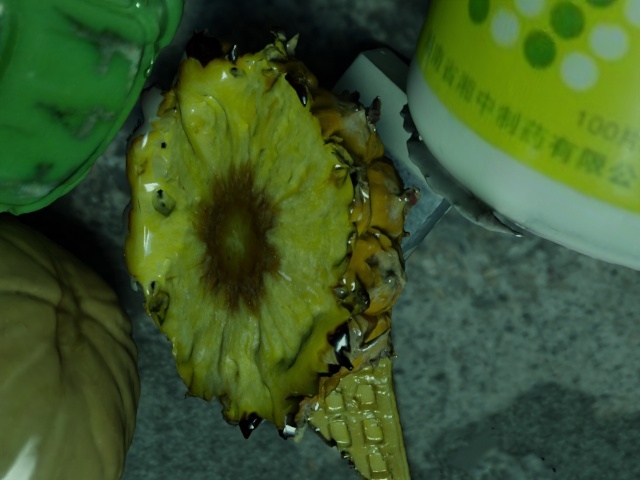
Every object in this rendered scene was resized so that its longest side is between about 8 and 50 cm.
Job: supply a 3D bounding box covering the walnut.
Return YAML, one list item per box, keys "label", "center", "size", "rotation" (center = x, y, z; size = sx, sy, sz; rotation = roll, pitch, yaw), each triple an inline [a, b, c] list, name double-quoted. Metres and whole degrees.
- label: "walnut"
  center: [-0.223, 0.098, 0.880]
  size: [0.225, 0.225, 0.261]
  rotation: [41, 120, -21]

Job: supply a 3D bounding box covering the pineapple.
- label: "pineapple"
  center: [-0.023, -0.006, 0.805]
  size: [0.076, 0.225, 0.225]
  rotation: [-8, 131, -40]

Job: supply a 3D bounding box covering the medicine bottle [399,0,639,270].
- label: "medicine bottle"
  center: [0.187, -0.184, 0.693]
  size: [0.213, 0.213, 0.378]
  rotation: [14, 120, -7]

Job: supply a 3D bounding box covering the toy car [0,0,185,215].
- label: "toy car"
  center: [-0.251, -0.137, 0.756]
  size: [0.359, 0.176, 0.213]
  rotation: [30, 119, -16]

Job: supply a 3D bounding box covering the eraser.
- label: "eraser"
  center: [0.000, 0.000, 0.886]
  size: [0.092, 0.046, 0.212]
  rotation: [44, 117, 11]

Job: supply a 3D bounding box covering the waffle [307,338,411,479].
- label: "waffle"
  center: [0.007, 0.118, 0.991]
  size: [0.097, 0.023, 0.152]
  rotation: [-7, 121, 7]
